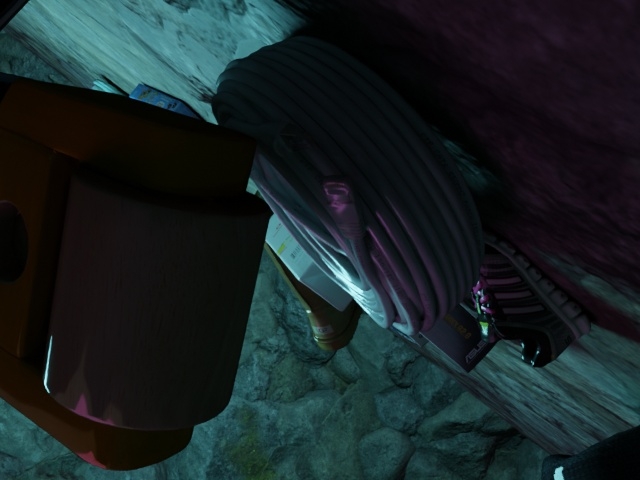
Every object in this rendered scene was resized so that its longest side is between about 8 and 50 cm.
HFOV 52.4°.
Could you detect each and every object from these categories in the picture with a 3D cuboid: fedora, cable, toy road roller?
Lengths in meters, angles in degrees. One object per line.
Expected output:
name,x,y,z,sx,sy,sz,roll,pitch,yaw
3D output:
fedora,0.353,0.294,0.721,0.334,0.334,0.152,47,-155,-57
cable,0.015,-0.041,0.517,0.257,0.089,0.257,41,168,47
toy road roller,-0.144,-0.008,0.501,0.329,0.202,0.240,22,-165,33

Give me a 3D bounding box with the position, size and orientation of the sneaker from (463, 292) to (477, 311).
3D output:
sneaker,0.169,0.049,0.756,0.083,0.032,0.037,37,158,-7

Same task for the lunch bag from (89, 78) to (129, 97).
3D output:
lunch bag,-0.477,-0.286,1.679,0.279,0.108,0.224,36,171,14

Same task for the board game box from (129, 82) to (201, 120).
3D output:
board game box,-0.256,-0.214,1.223,0.160,0.039,0.211,43,172,-39

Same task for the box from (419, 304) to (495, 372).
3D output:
box,0.105,0.053,0.837,0.183,0.056,0.231,41,-176,-17

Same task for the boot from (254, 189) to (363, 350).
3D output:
boot,0.000,0.000,0.993,0.089,0.236,0.269,-11,125,21

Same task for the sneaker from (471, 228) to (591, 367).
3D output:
sneaker,0.157,0.051,0.577,0.170,0.075,0.063,39,174,-7

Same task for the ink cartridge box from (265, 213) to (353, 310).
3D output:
ink cartridge box,0.006,-0.013,0.753,0.067,0.115,0.198,37,-178,-24

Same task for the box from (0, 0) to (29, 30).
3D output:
box,-0.479,-0.215,0.379,0.472,0.480,0.297,34,172,29

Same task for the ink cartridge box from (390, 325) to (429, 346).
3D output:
ink cartridge box,0.141,0.139,1.453,0.333,0.065,0.165,40,173,-32
